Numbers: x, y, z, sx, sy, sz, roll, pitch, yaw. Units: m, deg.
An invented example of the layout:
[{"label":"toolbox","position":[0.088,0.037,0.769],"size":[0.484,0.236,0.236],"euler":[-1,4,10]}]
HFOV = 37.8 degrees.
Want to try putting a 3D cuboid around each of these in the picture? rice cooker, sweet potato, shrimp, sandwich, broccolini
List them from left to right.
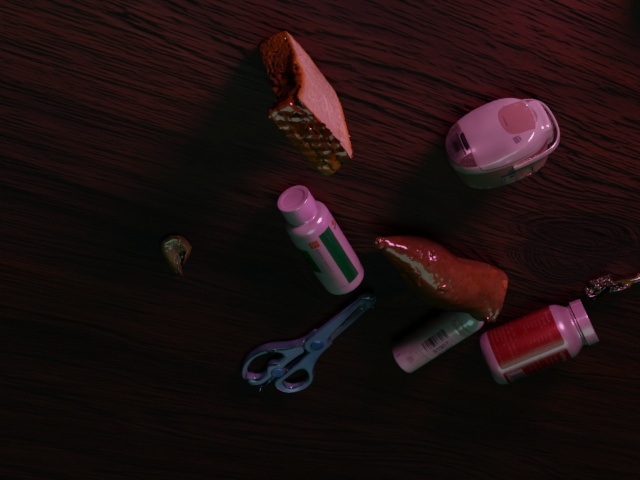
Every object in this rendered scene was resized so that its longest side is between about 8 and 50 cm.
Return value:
[{"label":"shrimp","position":[-0.283,0.029,1.874],"size":[0.059,0.023,0.108],"euler":[-21,135,-2]},{"label":"sandwich","position":[-0.023,-0.225,1.544],"size":[0.065,0.214,0.186],"euler":[-29,134,17]},{"label":"sweet potato","position":[0.235,0.070,1.943],"size":[0.337,0.131,0.131],"euler":[21,127,-26]},{"label":"rice cooker","position":[0.330,-0.176,1.710],"size":[0.206,0.145,0.127],"euler":[-19,146,3]},{"label":"broccolini","position":[0.717,0.077,2.113],"size":[0.254,0.071,0.057],"euler":[-20,93,0]}]

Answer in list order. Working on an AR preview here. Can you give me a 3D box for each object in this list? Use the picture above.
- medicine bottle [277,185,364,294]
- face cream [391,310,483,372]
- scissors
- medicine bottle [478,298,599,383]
[{"label":"medicine bottle","position":[0.000,0.000,1.849],"size":[0.095,0.095,0.260],"euler":[-22,135,10]},{"label":"face cream","position":[0.285,0.200,2.106],"size":[0.269,0.082,0.082],"euler":[-37,129,24]},{"label":"scissors","position":[-0.019,0.229,2.110],"size":[0.180,0.032,0.393],"euler":[29,124,-32]},{"label":"medicine bottle","position":[0.498,0.230,2.141],"size":[0.250,0.131,0.131],"euler":[-25,133,12]}]
